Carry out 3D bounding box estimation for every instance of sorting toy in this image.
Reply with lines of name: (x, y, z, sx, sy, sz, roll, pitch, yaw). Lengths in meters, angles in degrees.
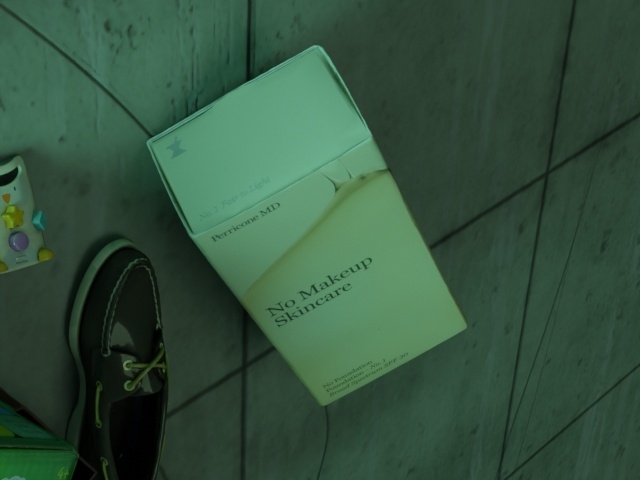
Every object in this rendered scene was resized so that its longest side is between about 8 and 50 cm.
sorting toy: (-0.221, -0.018, 0.958, 0.083, 0.045, 0.075, -20, 110, -46)

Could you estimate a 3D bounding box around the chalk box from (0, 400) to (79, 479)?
chalk box: (-0.285, 0.167, 0.853, 0.180, 0.179, 0.289, 13, 97, -58)

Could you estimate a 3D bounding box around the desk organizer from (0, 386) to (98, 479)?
desk organizer: (-0.227, 0.158, 1.063, 0.047, 0.050, 0.130, -52, 146, -15)

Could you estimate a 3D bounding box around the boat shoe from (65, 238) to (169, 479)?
boat shoe: (-0.153, 0.108, 1.110, 0.081, 0.068, 0.228, -23, 132, -44)

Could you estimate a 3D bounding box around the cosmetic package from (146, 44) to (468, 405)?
cosmetic package: (0.000, 0.000, 1.152, 0.160, 0.113, 0.309, -30, 145, 3)
